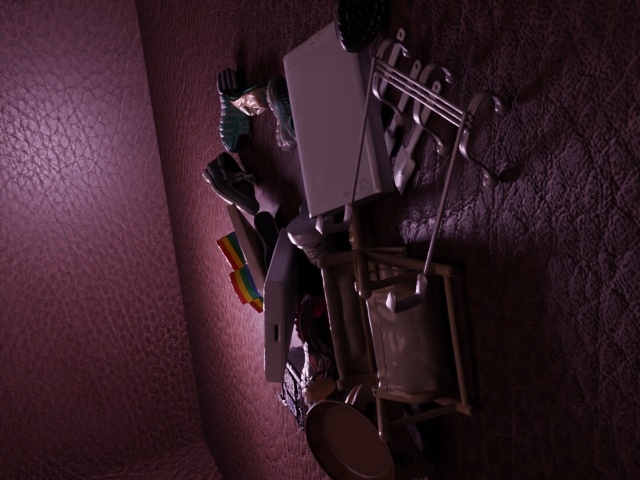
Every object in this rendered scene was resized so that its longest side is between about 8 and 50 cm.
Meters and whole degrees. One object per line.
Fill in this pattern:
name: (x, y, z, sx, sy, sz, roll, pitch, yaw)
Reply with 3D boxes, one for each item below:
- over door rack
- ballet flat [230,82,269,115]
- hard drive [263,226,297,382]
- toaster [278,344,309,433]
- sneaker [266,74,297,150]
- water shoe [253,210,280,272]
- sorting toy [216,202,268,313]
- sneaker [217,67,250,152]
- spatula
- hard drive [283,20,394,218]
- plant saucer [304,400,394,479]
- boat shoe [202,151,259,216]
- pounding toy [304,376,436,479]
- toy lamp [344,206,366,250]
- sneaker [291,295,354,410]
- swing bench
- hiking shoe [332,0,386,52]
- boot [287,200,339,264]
over door rack: (0.130, -0.097, 1.036, 0.239, 0.108, 0.324, 47, 126, 47)
ballet flat: (-0.173, -0.343, 1.777, 0.067, 0.073, 0.206, 66, 166, -14)
hard drive: (-0.087, 0.134, 1.639, 0.353, 0.047, 0.233, -84, -5, -71)
toaster: (-0.033, 0.363, 1.792, 0.185, 0.110, 0.168, -138, 40, -56)
sneaker: (-0.065, -0.284, 1.564, 0.076, 0.065, 0.167, -8, 99, 53)
water shoe: (-0.115, 0.020, 1.879, 0.080, 0.072, 0.203, 46, -154, -79)
sorting toy: (-0.188, 0.072, 1.896, 0.255, 0.089, 0.257, 59, -173, -65)
sneaker: (-0.231, -0.353, 1.938, 0.098, 0.083, 0.224, -100, 8, -70)
spatula: (0.123, -0.209, 1.160, 0.242, 0.019, 0.168, 107, 145, -54)
hard drive: (0.025, -0.210, 1.254, 0.203, 0.040, 0.308, -18, 79, 52)
plant saucer: (0.058, 0.370, 1.298, 0.198, 0.036, 0.199, 18, 122, 33)
boat shoe: (-0.238, -0.163, 1.990, 0.099, 0.116, 0.319, -54, 35, 5)
pounding toy: (0.103, 0.362, 1.417, 0.269, 0.154, 0.155, 52, 154, 9)
toy lamp: (0.061, -0.036, 1.344, 0.080, 0.080, 0.275, -179, 75, -69)
sneaker: (0.014, 0.274, 1.605, 0.112, 0.120, 0.299, -25, 79, 67)
swing bench: (0.118, 0.154, 1.206, 0.254, 0.165, 0.253, -148, 47, -72)
hiking shoe: (0.053, -0.419, 1.148, 0.114, 0.086, 0.227, -120, 28, -68)
boot: (0.000, 0.000, 1.437, 0.258, 0.095, 0.124, -69, -36, -72)
